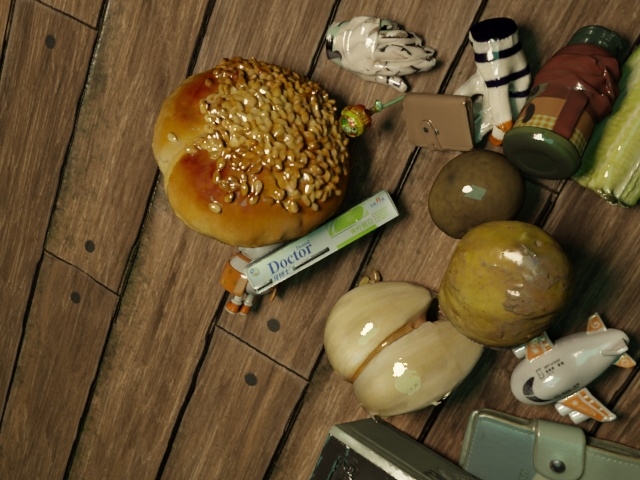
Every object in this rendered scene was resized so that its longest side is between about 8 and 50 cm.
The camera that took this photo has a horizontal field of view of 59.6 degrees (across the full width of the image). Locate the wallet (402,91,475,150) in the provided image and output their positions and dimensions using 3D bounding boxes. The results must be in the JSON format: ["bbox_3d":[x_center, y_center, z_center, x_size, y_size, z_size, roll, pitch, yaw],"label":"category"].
[{"bbox_3d":[0.228,-0.228,1.084,0.153,0.039,0.118,15,134,45],"label":"wallet"}]

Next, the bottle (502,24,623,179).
[{"bbox_3d":[0.429,-0.244,0.971,0.156,0.143,0.271,13,70,56],"label":"bottle"}]

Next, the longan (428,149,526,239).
[{"bbox_3d":[0.293,-0.085,1.061,0.167,0.167,0.187,47,114,7],"label":"longan"}]

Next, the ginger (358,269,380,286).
[{"bbox_3d":[0.104,0.111,1.246,0.048,0.030,0.097,16,108,20],"label":"ginger"}]

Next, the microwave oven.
[{"bbox_3d":[0.156,0.522,1.148,0.295,0.237,0.181,23,92,33],"label":"microwave oven"}]

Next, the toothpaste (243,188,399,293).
[{"bbox_3d":[0.000,0.000,1.175,0.336,0.081,0.067,-30,94,1],"label":"toothpaste"}]

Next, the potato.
[{"bbox_3d":[0.327,0.065,0.972,0.229,0.266,0.229,-3,71,9],"label":"potato"}]

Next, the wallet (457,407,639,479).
[{"bbox_3d":[0.470,0.486,1.150,0.360,0.083,0.252,11,109,18],"label":"wallet"}]

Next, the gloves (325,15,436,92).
[{"bbox_3d":[0.121,-0.373,1.109,0.212,0.111,0.127,19,101,25],"label":"gloves"}]

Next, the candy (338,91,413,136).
[{"bbox_3d":[0.117,-0.257,1.095,0.060,0.201,0.060,34,141,33],"label":"candy"}]

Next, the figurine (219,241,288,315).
[{"bbox_3d":[-0.139,0.050,1.272,0.143,0.143,0.271,40,113,10],"label":"figurine"}]

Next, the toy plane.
[{"bbox_3d":[0.478,0.244,1.079,0.245,0.117,0.244,4,102,19],"label":"toy plane"}]

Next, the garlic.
[{"bbox_3d":[0.159,0.231,1.169,0.313,0.249,0.286,-42,44,30],"label":"garlic"}]

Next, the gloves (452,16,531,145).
[{"bbox_3d":[0.327,-0.285,1.037,0.140,0.131,0.218,35,155,51],"label":"gloves"}]

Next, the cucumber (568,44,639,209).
[{"bbox_3d":[0.560,-0.221,0.966,0.105,0.145,0.325,18,107,-21],"label":"cucumber"}]

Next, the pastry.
[{"bbox_3d":[-0.130,-0.181,1.102,0.409,0.409,0.245,44,154,8],"label":"pastry"}]
